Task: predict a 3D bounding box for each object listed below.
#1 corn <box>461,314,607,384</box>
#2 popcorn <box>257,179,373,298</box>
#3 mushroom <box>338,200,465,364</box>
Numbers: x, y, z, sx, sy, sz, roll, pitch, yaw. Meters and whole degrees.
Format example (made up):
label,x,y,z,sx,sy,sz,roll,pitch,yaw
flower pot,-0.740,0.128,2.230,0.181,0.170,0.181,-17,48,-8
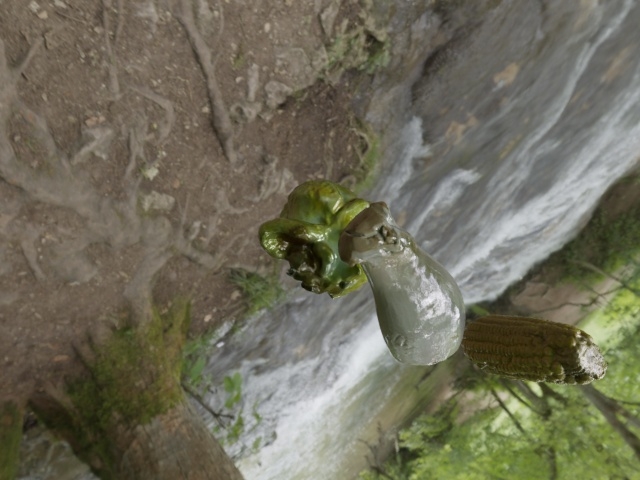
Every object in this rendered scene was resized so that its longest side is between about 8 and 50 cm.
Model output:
label,x,y,z,sx,sy,sz,roll,pitch,yaw
corn,0.390,0.208,0.866,0.130,0.130,0.347,-36,179,-14
popcorn,0.000,0.000,0.685,0.213,0.198,0.197,-18,136,-51
mushroom,0.106,0.053,0.523,0.116,0.093,0.225,-38,128,-18
